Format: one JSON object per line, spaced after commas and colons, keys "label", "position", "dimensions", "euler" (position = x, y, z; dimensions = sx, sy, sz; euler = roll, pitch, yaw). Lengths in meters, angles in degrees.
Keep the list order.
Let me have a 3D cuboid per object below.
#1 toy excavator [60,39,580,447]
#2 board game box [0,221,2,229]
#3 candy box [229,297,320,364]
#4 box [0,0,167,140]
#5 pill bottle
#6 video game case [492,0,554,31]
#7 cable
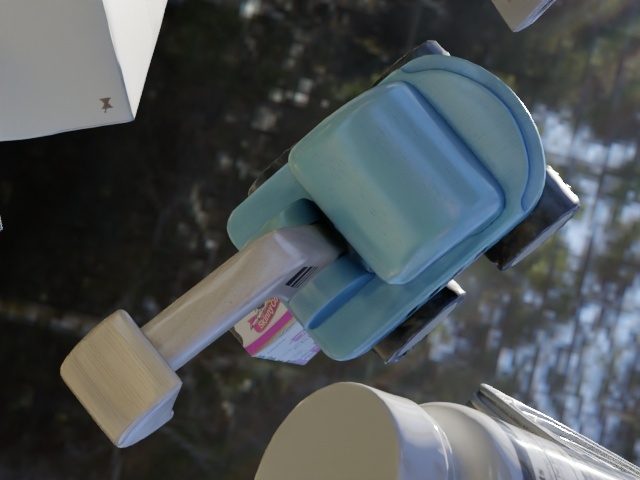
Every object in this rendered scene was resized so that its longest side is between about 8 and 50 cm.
{"label": "toy excavator", "position": [0.000, 0.000, 1.516], "dimensions": [0.433, 0.222, 0.445], "euler": [-40, 170, 6]}
{"label": "board game box", "position": [-0.360, -0.046, 1.476], "dimensions": [0.026, 0.154, 0.103], "euler": [-17, -96, 64]}
{"label": "candy box", "position": [-0.009, 0.056, 1.859], "dimensions": [0.159, 0.071, 0.233], "euler": [-43, 166, 6]}
{"label": "box", "position": [-0.286, -0.247, 1.714], "dimensions": [0.345, 0.215, 0.168], "euler": [-88, 169, -61]}
{"label": "pill bottle", "position": [0.103, 0.194, 1.058], "dimensions": [0.161, 0.283, 0.161], "euler": [-31, -133, 40]}
{"label": "video game case", "position": [0.066, -0.178, 0.831], "dimensions": [0.019, 0.157, 0.143], "euler": [-34, 180, -1]}
{"label": "cable", "position": [0.228, 0.223, 1.529], "dimensions": [0.257, 0.257, 0.089], "euler": [31, -87, 53]}
